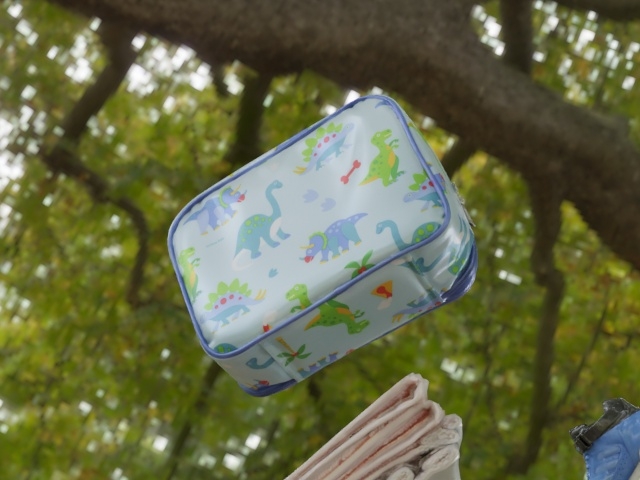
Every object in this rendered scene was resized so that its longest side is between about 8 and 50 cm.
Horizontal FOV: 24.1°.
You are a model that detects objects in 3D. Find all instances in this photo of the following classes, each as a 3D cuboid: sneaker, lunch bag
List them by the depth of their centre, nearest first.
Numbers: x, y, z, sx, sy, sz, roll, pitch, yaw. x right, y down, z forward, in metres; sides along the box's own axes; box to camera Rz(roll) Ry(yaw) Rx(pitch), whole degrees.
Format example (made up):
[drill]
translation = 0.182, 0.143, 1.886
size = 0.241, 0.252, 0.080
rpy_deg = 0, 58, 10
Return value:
[lunch bag]
translation = 0.000, 0.000, 1.136
size = 0.219, 0.176, 0.090
rpy_deg = -31, -41, 8
[sneaker]
translation = 0.276, 0.228, 1.503
size = 0.084, 0.152, 0.058
rpy_deg = 35, 4, 17

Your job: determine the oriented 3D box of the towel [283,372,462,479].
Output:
[towel]
translation = -0.049, 0.220, 0.787
size = 0.053, 0.317, 0.332
rpy_deg = 48, -9, 17
